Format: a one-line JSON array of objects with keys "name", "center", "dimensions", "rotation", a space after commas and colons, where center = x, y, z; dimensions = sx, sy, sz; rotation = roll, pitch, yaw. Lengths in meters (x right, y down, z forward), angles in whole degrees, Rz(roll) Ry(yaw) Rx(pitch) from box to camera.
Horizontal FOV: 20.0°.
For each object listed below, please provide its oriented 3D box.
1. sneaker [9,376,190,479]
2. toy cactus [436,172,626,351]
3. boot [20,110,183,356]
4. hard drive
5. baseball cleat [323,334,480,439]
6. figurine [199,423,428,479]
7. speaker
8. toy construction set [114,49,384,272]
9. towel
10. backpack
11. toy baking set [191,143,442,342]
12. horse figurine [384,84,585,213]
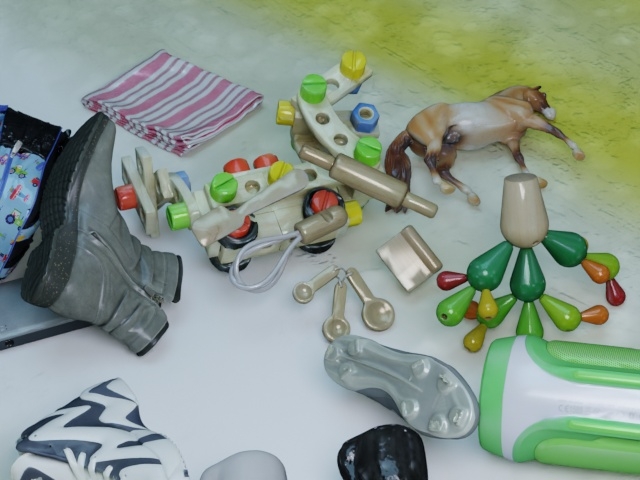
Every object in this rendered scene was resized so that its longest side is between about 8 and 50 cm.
[{"name": "sneaker", "center": [-0.216, 0.229, 1.717], "dimensions": [0.153, 0.094, 0.235], "rotation": [-23, 41, -18]}, {"name": "toy cactus", "center": [0.212, 0.018, 1.864], "dimensions": [0.219, 0.180, 0.112], "rotation": [-10, 18, -12]}, {"name": "boot", "center": [-0.220, -0.004, 1.946], "dimensions": [0.161, 0.083, 0.246], "rotation": [26, 58, -26]}, {"name": "hard drive", "center": [-0.297, 0.069, 1.982], "dimensions": [0.135, 0.022, 0.094], "rotation": [-15, 39, -11]}, {"name": "baseball cleat", "center": [0.097, 0.143, 1.759], "dimensions": [0.206, 0.109, 0.072], "rotation": [28, 93, 44]}, {"name": "figurine", "center": [0.007, 0.281, 1.632], "dimensions": [0.215, 0.092, 0.209], "rotation": [-10, 43, -3]}, {"name": "speaker", "center": [0.303, 0.161, 1.702], "dimensions": [0.296, 0.131, 0.131], "rotation": [6, 40, 14]}, {"name": "toy construction set", "center": [-0.069, -0.077, 2.031], "dimensions": [0.327, 0.151, 0.215], "rotation": [-19, 64, -4]}, {"name": "towel", "center": [-0.187, -0.179, 2.271], "dimensions": [0.197, 0.029, 0.144], "rotation": [27, 49, 35]}, {"name": "backpack", "center": [-0.362, -0.047, 2.020], "dimensions": [0.117, 0.158, 0.173], "rotation": [23, 37, -13]}, {"name": "toy baking set", "center": [0.004, -0.005, 1.922], "dimensions": [0.256, 0.030, 0.197], "rotation": [29, 68, -2]}, {"name": "horse figurine", "center": [0.180, -0.115, 2.113], "dimensions": [0.263, 0.066, 0.174], "rotation": [-16, 45, -16]}]
